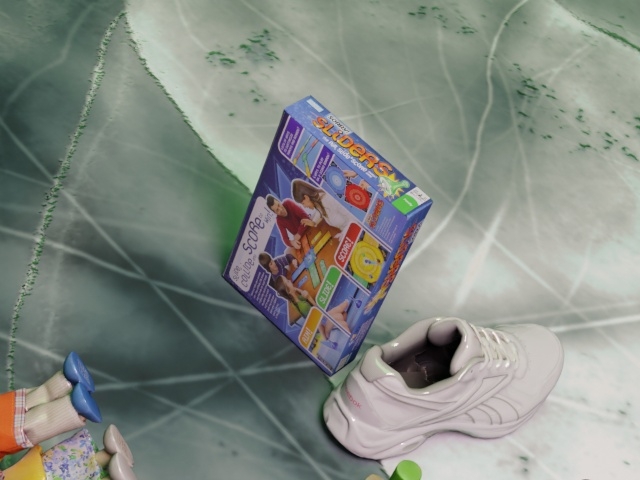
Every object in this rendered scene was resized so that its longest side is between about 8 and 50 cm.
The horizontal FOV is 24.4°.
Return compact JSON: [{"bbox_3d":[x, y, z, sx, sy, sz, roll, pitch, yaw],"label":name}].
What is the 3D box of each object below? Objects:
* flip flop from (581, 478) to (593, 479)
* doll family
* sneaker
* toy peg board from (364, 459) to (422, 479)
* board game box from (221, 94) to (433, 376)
[{"bbox_3d":[0.275,0.298,1.114,0.080,0.112,0.277,-40,71,-15],"label":"flip flop"},{"bbox_3d":[-0.196,0.211,0.971,0.163,0.118,0.263,-25,44,3],"label":"doll family"},{"bbox_3d":[0.119,0.105,1.213,0.232,0.115,0.090,-15,56,-33],"label":"sneaker"},{"bbox_3d":[0.065,0.251,1.080,0.161,0.079,0.160,37,46,14],"label":"toy peg board"},{"bbox_3d":[0.000,0.000,1.203,0.136,0.201,0.035,42,47,18],"label":"board game box"}]
